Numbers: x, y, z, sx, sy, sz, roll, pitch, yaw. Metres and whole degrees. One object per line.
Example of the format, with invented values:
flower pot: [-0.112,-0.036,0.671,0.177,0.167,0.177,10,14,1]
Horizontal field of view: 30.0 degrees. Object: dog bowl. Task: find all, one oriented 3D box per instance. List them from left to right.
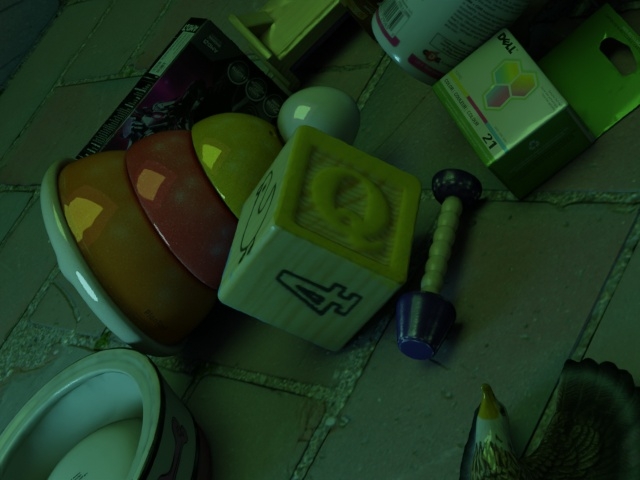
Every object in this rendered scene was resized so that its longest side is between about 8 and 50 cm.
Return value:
dog bowl: [-0.324,0.359,1.682,0.408,0.150,0.408,-30,35,24]

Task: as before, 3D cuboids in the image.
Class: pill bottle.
pill bottle: [0.212,-0.358,1.635,0.283,0.160,0.160,-49,27,32]

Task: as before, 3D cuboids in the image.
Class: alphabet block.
alphabet block: [0.000,0.000,1.593,0.197,0.193,0.192,-51,21,47]

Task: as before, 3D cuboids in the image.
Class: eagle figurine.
eagle figurine: [0.193,0.241,1.181,0.226,0.298,0.225,27,110,27]

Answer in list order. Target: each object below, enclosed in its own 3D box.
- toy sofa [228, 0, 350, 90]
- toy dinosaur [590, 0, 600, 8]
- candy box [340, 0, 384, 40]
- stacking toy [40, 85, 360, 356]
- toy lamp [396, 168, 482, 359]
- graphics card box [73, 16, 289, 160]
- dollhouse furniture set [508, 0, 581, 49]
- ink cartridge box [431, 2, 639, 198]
toy sofa: [0.026,-0.449,2.190,0.362,0.177,0.150,-44,56,4]
toy dinosaur: [0.344,-0.484,1.725,0.121,0.160,0.313,-8,46,7]
candy box: [0.133,-0.441,2.054,0.187,0.109,0.053,-33,35,20]
stacking toy: [-0.144,-0.073,1.808,0.480,0.350,0.350,-31,34,10]
toy lamp: [0.153,0.029,1.546,0.080,0.080,0.274,-16,43,40]
graphics card box: [-0.246,-0.180,2.106,0.371,0.233,0.094,-52,28,-9]
dollhouse furniture set: [0.324,-0.405,1.860,0.356,0.173,0.303,32,66,29]
ink cartridge box: [0.302,-0.209,1.580,0.255,0.097,0.188,-40,45,13]
